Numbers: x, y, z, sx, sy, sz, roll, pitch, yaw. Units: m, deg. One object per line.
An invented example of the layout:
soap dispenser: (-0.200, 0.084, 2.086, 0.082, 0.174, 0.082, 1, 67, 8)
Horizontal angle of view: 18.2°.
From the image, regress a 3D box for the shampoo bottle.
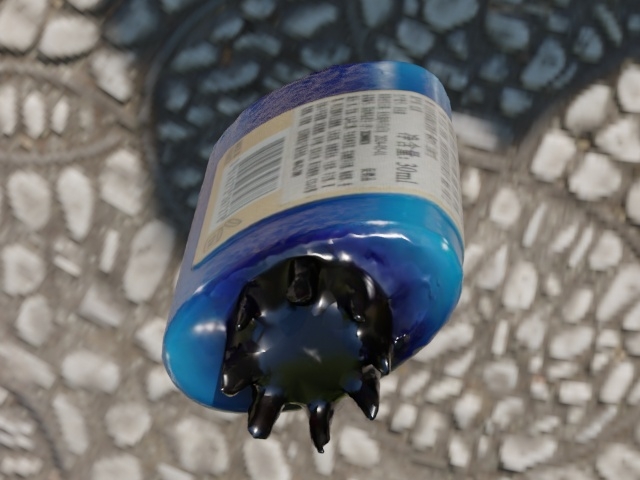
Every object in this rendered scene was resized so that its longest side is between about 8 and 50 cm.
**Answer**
shampoo bottle: (0.000, 0.000, 0.583, 0.087, 0.183, 0.050, -21, 110, 11)
